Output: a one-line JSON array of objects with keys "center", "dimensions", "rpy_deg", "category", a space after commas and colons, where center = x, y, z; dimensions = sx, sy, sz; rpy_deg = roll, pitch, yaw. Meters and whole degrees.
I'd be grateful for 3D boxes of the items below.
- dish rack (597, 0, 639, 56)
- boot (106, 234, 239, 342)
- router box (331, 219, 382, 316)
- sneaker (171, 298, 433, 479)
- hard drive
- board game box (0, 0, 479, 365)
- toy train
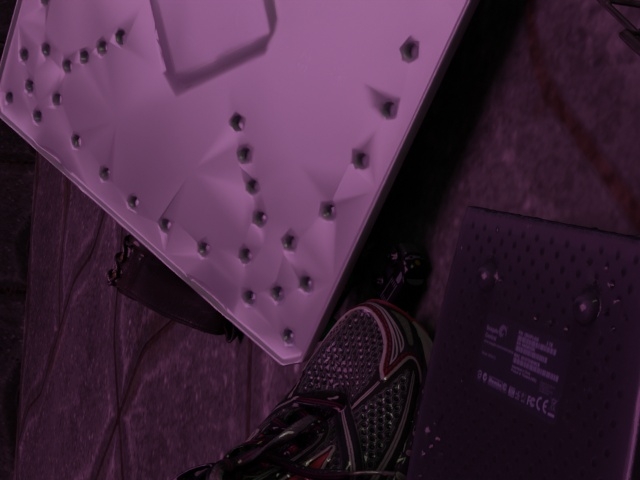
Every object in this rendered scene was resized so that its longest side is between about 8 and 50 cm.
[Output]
[{"center": [0.170, -0.176, 0.401], "dimensions": [0.271, 0.074, 0.208], "rpy_deg": [-108, 36, -52], "category": "dish rack"}, {"center": [-0.159, -0.041, 0.956], "dimensions": [0.229, 0.263, 0.091], "rpy_deg": [-62, -10, 28], "category": "boot"}, {"center": [0.000, 0.000, 0.782], "dimensions": [0.122, 0.038, 0.092], "rpy_deg": [121, 149, -41], "category": "router box"}, {"center": [-0.027, 0.149, 0.567], "dimensions": [0.121, 0.112, 0.299], "rpy_deg": [-9, 39, 50], "category": "sneaker"}, {"center": [0.100, 0.118, 0.469], "dimensions": [0.172, 0.054, 0.255], "rpy_deg": [-161, 81, -68], "category": "hard drive"}, {"center": [-0.066, -0.176, 0.715], "dimensions": [0.390, 0.050, 0.390], "rpy_deg": [37, 117, 28], "category": "board game box"}, {"center": [0.033, 0.068, 0.692], "dimensions": [0.158, 0.027, 0.036], "rpy_deg": [-63, 38, 35], "category": "toy train"}]
